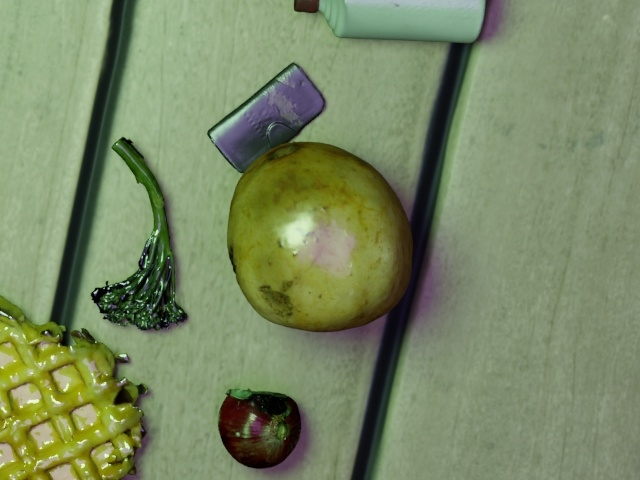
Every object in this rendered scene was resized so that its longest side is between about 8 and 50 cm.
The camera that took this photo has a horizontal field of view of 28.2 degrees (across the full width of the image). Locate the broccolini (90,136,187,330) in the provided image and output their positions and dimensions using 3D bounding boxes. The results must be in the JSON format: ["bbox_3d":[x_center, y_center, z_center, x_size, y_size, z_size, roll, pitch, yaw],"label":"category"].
[{"bbox_3d":[-0.259,-0.002,1.696,0.123,0.062,0.272,-15,106,-19],"label":"broccolini"}]

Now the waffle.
[{"bbox_3d":[-0.436,0.272,1.706,0.379,0.095,0.382,25,93,-11],"label":"waffle"}]

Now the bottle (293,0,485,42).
[{"bbox_3d":[0.087,-0.313,1.666,0.245,0.104,0.104,2,99,-7],"label":"bottle"}]

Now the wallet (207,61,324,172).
[{"bbox_3d":[-0.071,-0.162,1.715,0.156,0.018,0.082,-38,102,-1],"label":"wallet"}]

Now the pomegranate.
[{"bbox_3d":[0.000,0.000,1.630,0.260,0.260,0.261,-1,99,-6],"label":"pomegranate"}]

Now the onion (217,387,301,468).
[{"bbox_3d":[-0.083,0.255,1.734,0.117,0.118,0.119,5,99,-22],"label":"onion"}]
